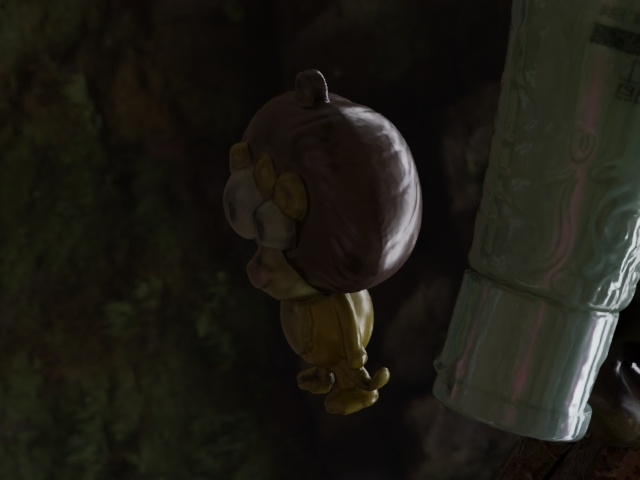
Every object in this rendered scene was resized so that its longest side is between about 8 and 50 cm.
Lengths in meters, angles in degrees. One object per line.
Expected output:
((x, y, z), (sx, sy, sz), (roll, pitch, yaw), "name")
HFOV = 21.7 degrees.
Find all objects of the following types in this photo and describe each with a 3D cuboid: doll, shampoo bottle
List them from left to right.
((0.004, 0.003, 0.914), (0.145, 0.096, 0.188), (164, -84, -69), "doll")
((0.067, -0.051, 0.353), (0.041, 0.069, 0.190), (31, -73, 61), "shampoo bottle")

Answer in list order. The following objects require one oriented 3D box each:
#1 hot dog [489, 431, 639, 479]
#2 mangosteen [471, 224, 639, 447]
((0.188, 0.135, 1.071), (0.270, 0.082, 0.162), (-49, -167, 8), "hot dog")
((0.175, -0.021, 0.752), (0.210, 0.210, 0.209), (26, -59, 53), "mangosteen")
